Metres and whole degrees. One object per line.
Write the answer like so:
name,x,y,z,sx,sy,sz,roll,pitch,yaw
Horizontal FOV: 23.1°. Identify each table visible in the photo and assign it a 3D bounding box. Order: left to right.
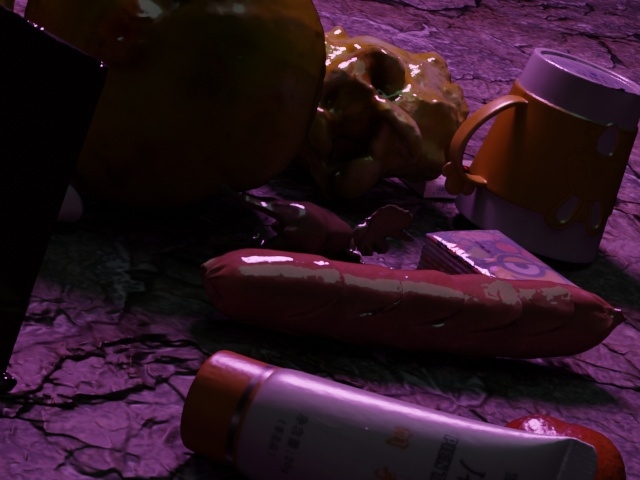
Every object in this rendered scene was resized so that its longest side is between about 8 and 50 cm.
table,-0.343,-0.049,1.197,0.196,0.282,0.250,32,17,38

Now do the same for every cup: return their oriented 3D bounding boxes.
cup,0.259,-0.105,1.862,0.241,0.226,0.185,10,20,-33

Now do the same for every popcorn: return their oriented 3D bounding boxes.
popcorn,0.052,-0.158,1.895,0.256,0.195,0.255,13,23,-4

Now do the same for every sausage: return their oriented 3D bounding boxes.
sausage,0.093,0.065,1.517,0.433,0.088,0.088,7,23,-15

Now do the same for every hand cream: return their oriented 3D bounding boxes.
hand cream,0.046,0.178,1.196,0.314,0.140,0.089,15,0,19

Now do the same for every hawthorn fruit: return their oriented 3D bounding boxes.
hawthorn fruit,0.179,0.197,1.224,0.128,0.128,0.128,13,21,-5

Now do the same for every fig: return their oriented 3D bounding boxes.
fig,-0.145,-0.190,1.680,0.343,0.343,0.343,13,21,-5

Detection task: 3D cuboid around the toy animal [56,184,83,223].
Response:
toy animal,-0.389,-0.103,1.540,0.325,0.154,0.208,38,2,3

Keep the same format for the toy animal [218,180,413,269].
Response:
toy animal,0.000,0.000,1.593,0.186,0.094,0.214,7,0,13

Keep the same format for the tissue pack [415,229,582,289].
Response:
tissue pack,0.189,0.042,1.678,0.108,0.060,0.148,0,27,-36

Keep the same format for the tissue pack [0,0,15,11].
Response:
tissue pack,-0.551,-0.363,2.039,0.274,0.167,0.200,0,25,-29

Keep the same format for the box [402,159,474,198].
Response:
box,0.183,-0.079,2.022,0.167,0.024,0.090,1,25,-29
